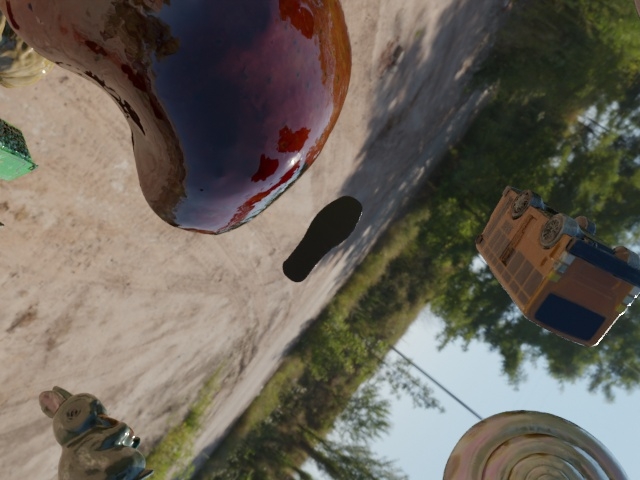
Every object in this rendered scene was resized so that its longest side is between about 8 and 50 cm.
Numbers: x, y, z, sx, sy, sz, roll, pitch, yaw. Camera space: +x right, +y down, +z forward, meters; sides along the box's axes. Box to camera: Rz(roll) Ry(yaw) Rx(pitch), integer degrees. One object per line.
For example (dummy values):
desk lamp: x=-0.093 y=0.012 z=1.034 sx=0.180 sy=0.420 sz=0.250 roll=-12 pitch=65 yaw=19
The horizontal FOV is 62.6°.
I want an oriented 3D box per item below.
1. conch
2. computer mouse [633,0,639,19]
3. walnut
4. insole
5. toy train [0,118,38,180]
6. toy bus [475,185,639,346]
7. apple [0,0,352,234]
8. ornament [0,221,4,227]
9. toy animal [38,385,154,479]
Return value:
conch: x=0.270 y=0.317 z=0.620 sx=0.368 sy=0.249 sz=0.197 roll=12 pitch=109 yaw=-59
computer mouse: x=0.411 y=-0.334 z=0.582 sx=0.232 sy=0.057 sz=0.120 roll=56 pitch=29 yaw=-71
walnut: x=-0.668 y=-0.459 z=1.117 sx=0.257 sy=0.224 sz=0.257 roll=-48 pitch=-145 yaw=50
insole: x=0.000 y=0.000 z=0.611 sx=0.135 sy=0.045 sz=0.002 roll=-51 pitch=179 yaw=26
toy train: x=-0.793 y=-0.206 z=1.216 sx=0.188 sy=0.132 sz=0.243 roll=-22 pitch=173 yaw=-2
toy bus: x=0.255 y=0.020 z=0.592 sx=0.114 sy=0.098 sz=0.201 roll=-62 pitch=-171 yaw=19
apple: x=-0.113 y=-0.207 z=0.556 sx=0.365 sy=0.295 sz=0.329 roll=-55 pitch=161 yaw=-53
ornament: x=-0.562 y=0.037 z=0.834 sx=0.156 sy=0.081 sz=0.075 roll=-68 pitch=-161 yaw=-2
toy animal: x=-0.385 y=0.320 z=0.862 sx=0.125 sy=0.251 sz=0.127 roll=-43 pitch=158 yaw=-3
